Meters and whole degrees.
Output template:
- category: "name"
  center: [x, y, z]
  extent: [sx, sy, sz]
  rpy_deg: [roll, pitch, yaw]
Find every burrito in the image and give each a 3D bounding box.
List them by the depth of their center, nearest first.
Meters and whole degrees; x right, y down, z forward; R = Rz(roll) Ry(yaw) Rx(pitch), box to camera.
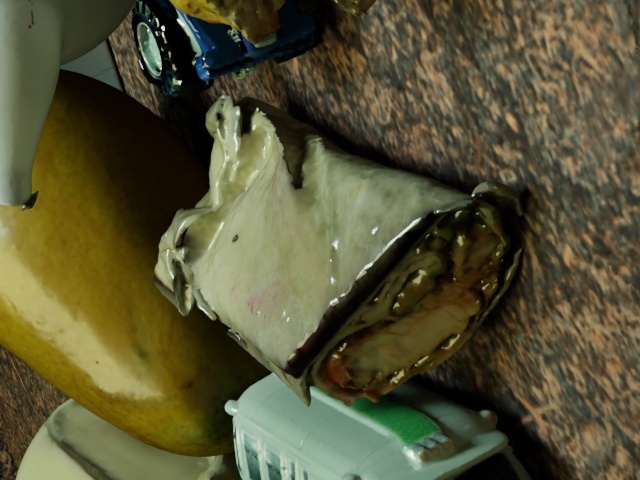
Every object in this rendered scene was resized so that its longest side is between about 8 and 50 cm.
- category: "burrito"
  center: [-0.001, 0.013, 1.023]
  extent: [0.347, 0.107, 0.175]
  rpy_deg: [25, 109, 55]

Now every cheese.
- category: "cheese"
  center: [-0.154, 0.259, 1.338]
  extent: [0.266, 0.127, 0.233]
  rpy_deg: [25, 117, 43]

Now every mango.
- category: "mango"
  center: [-0.167, 0.021, 1.283]
  extent: [0.378, 0.221, 0.264]
  rpy_deg: [47, -174, 23]

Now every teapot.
- category: "teapot"
  center: [-0.254, -0.217, 1.165]
  extent: [0.280, 0.252, 0.424]
  rpy_deg: [117, 143, -47]

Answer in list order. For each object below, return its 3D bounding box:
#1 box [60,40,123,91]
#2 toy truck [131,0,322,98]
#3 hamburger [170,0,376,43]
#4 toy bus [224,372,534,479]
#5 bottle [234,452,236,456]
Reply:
- category: "box"
  center: [-0.276, -0.168, 1.472]
  extent: [0.067, 0.155, 0.243]
  rpy_deg: [14, 125, 63]
- category: "toy truck"
  center: [-0.080, -0.205, 1.012]
  extent: [0.208, 0.113, 0.126]
  rpy_deg: [66, 159, 1]
- category: "hamburger"
  center: [-0.052, -0.256, 0.862]
  extent: [0.156, 0.144, 0.283]
  rpy_deg: [-141, 35, -69]
- category: "toy bus"
  center: [0.044, 0.176, 1.064]
  extent: [0.276, 0.133, 0.165]
  rpy_deg: [16, 126, 64]
- category: "bottle"
  center: [-0.050, 0.313, 1.430]
  extent: [0.336, 0.144, 0.144]
  rpy_deg: [56, 156, 24]
